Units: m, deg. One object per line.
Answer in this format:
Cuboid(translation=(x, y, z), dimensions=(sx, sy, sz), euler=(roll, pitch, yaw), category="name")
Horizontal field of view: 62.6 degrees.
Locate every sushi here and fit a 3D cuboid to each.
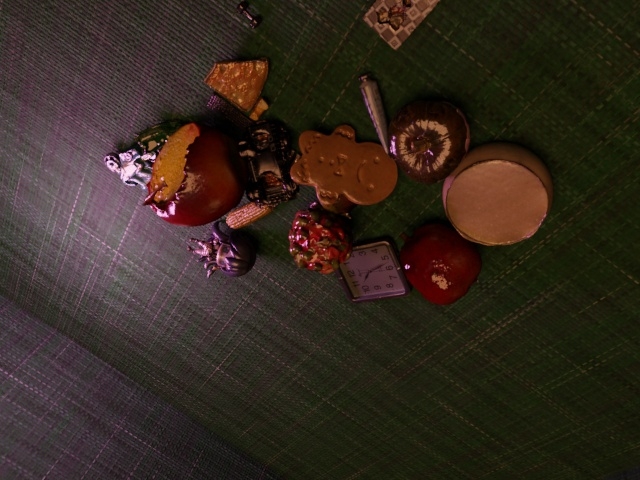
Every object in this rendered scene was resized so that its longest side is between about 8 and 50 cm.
Cuboid(translation=(0.233, -0.664, 1.495), dimensions=(0.139, 0.031, 0.201), euler=(40, 132, -10), category="sushi")

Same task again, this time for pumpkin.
Cuboid(translation=(0.321, -0.303, 1.606), dimensions=(0.260, 0.189, 0.261), euler=(9, 112, 22), category="pumpkin")

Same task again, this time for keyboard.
Cuboid(translation=(-0.310, -0.445, 1.880), dimensions=(0.204, 0.013, 0.061), euler=(36, 129, -6), category="keyboard")

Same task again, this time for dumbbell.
Cuboid(translation=(-0.224, -0.704, 1.641), dimensions=(0.036, 0.040, 0.083), euler=(-45, 103, 6), category="dumbbell")

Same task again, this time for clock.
Cuboid(translation=(0.197, 0.120, 2.072), dimensions=(0.278, 0.049, 0.274), euler=(-11, 119, 28), category="clock")

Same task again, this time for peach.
Cuboid(translation=(-0.427, -0.220, 1.890), dimensions=(0.310, 0.335, 0.406), euler=(26, 127, -36), category="peach")

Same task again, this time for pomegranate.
Cuboid(translation=(0.065, -0.191, 1.833), dimensions=(0.156, 0.156, 0.220), euler=(4, 116, 19), category="pomegranate")

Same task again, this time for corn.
Cuboid(translation=(-0.281, -0.106, 2.076), dimensions=(0.238, 0.080, 0.080), euler=(-20, 115, 34), category="corn")

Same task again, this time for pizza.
Cuboid(translation=(-0.267, -0.554, 1.751), dimensions=(0.188, 0.081, 0.204), euler=(26, 123, -28), category="pizza")

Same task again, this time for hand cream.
Cuboid(translation=(0.185, -0.398, 1.678), dimensions=(0.058, 0.091, 0.272), euler=(-13, 115, 24), category="hand cream")

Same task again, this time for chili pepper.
Cuboid(translation=(-0.595, -0.391, 1.974), dimensions=(0.224, 0.061, 0.098), euler=(-14, 89, 12), category="chili pepper")

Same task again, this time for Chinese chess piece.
Cuboid(translation=(0.560, -0.145, 1.678), dimensions=(0.337, 0.141, 0.338), euler=(10, 126, 14), category="Chinese chess piece")

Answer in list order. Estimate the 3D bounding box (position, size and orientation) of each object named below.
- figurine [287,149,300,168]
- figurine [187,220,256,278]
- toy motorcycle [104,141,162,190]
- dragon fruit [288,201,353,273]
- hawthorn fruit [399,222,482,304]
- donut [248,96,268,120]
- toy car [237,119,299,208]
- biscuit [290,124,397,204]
Cuboid(translation=(-0.125, -0.246, 1.928), dimensions=(0.083, 0.083, 0.187), euler=(29, 116, -1), category="figurine")
Cuboid(translation=(-0.391, 0.046, 2.161), dimensions=(0.265, 0.197, 0.175), euler=(34, 134, 21), category="figurine")
Cuboid(translation=(-0.722, -0.289, 2.099), dimensions=(0.296, 0.109, 0.198), euler=(-13, 121, 30), category="toy motorcycle")
Cuboid(translation=(-0.008, -0.006, 1.929), dimensions=(0.237, 0.303, 0.231), euler=(30, 103, -31), category="dragon fruit")
Cuboid(translation=(0.404, 0.067, 1.829), dimensions=(0.307, 0.265, 0.265), euler=(44, 131, 11), category="hawthorn fruit")
Cuboid(translation=(-0.211, -0.449, 1.808), dimensions=(0.037, 0.067, 0.083), euler=(29, 98, -23), category="donut")
Cuboid(translation=(-0.177, -0.271, 1.847), dimensions=(0.193, 0.118, 0.302), euler=(-10, 92, 10), category="toy car")
Cuboid(translation=(0.083, -0.241, 1.750), dimensions=(0.354, 0.052, 0.275), euler=(18, 87, -1), category="biscuit")
